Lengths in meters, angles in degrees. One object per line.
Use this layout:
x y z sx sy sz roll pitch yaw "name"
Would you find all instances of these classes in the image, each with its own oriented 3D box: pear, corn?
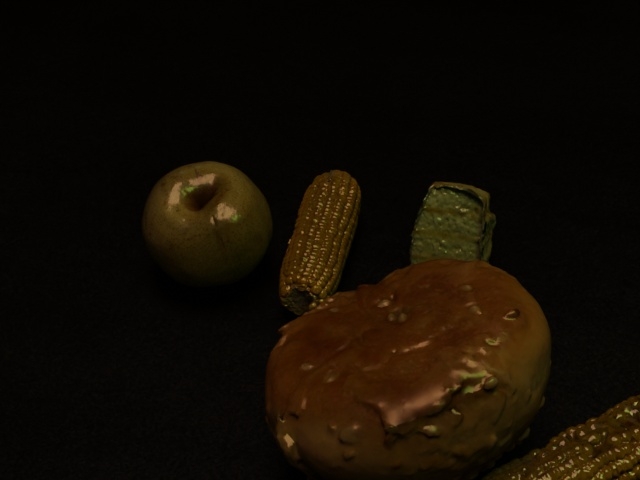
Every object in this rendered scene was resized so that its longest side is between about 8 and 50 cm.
-0.139 -0.018 1.849 0.167 0.137 0.167 -3 46 3 "pear"
0.273 0.243 1.559 0.319 0.097 0.097 -22 45 -18 "corn"
0.000 0.000 1.859 0.080 0.080 0.238 7 46 12 "corn"

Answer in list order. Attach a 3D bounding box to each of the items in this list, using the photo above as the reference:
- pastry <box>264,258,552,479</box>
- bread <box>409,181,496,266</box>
0.097 0.163 1.586 0.315 0.184 0.284 -24 33 -9 "pastry"
0.164 0.003 1.836 0.103 0.156 0.110 11 11 7 "bread"
